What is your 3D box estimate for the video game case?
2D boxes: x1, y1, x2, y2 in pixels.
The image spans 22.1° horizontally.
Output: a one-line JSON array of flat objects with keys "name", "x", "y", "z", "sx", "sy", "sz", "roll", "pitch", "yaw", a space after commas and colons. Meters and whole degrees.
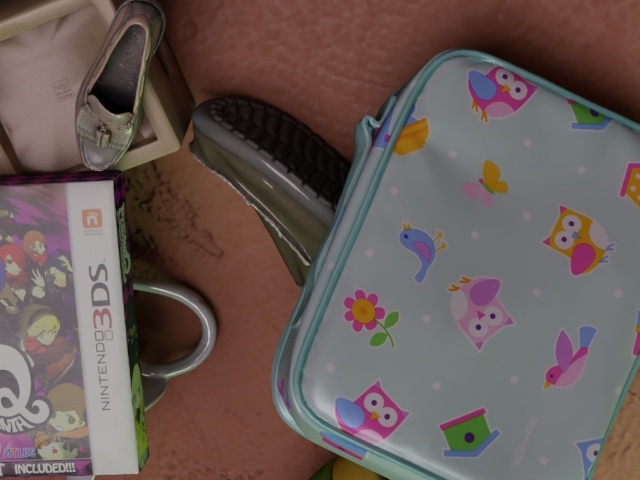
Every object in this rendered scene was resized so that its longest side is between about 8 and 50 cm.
[{"name": "video game case", "x": -0.242, "y": 0.061, "z": 1.127, "sx": 0.232, "sy": 0.042, "sz": 0.210, "roll": -2, "pitch": 103, "yaw": 5}]

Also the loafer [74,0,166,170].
[{"name": "loafer", "x": -0.134, "y": -0.098, "z": 1.064, "sx": 0.045, "sy": 0.039, "sz": 0.125, "roll": 19, "pitch": 115, "yaw": -6}]

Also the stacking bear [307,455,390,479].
[{"name": "stacking bear", "x": 0.071, "y": 0.206, "z": 1.190, "sx": 0.164, "sy": 0.175, "sz": 0.289, "roll": 43, "pitch": 109, "yaw": 13}]

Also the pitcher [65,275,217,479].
[{"name": "pitcher", "x": -0.197, "y": 0.059, "z": 1.220, "sx": 0.178, "sy": 0.125, "sz": 0.207, "roll": -45, "pitch": 101, "yaw": -3}]

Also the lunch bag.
[{"name": "lunch bag", "x": 0.101, "y": 0.025, "z": 1.053, "sx": 0.224, "sy": 0.108, "sz": 0.279, "roll": 24, "pitch": 78, "yaw": -2}]

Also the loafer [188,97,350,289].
[{"name": "loafer", "x": 0.000, "y": 0.000, "z": 1.143, "sx": 0.251, "sy": 0.094, "sz": 0.087, "roll": 40, "pitch": 113, "yaw": -5}]

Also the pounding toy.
[{"name": "pounding toy", "x": -0.198, "y": -0.078, "z": 1.153, "sx": 0.206, "sy": 0.094, "sz": 0.181, "roll": -19, "pitch": 113, "yaw": 13}]
